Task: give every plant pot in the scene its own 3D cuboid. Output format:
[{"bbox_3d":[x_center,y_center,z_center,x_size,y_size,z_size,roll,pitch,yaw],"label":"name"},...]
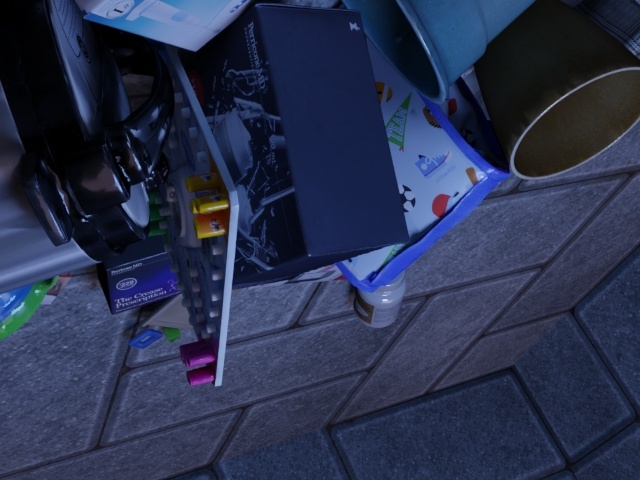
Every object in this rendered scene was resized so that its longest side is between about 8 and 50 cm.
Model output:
[{"bbox_3d":[0.188,-0.417,1.107,0.334,0.341,0.341,-38,153,2],"label":"plant pot"},{"bbox_3d":[0.334,-0.265,1.281,0.237,0.254,0.237,-20,153,-11],"label":"plant pot"}]

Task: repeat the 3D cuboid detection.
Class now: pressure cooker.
[{"bbox_3d":[-0.377,-0.126,0.995,0.421,0.369,0.375,-17,170,-2],"label":"pressure cooker"}]

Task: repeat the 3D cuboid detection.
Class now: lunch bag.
[{"bbox_3d":[0.100,-0.152,1.400,0.239,0.385,0.328,6,138,-48],"label":"lunch bag"}]

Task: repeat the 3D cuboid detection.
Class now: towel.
[{"bbox_3d":[0.402,-0.330,1.480,0.056,0.324,0.312,36,113,-26],"label":"towel"}]

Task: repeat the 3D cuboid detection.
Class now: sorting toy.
[{"bbox_3d":[-0.295,0.136,1.938,0.348,0.047,0.196,-39,156,22],"label":"sorting toy"}]

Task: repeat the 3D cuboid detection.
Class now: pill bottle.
[{"bbox_3d":[0.160,0.129,2.250,0.131,0.131,0.229,-20,153,-14],"label":"pill bottle"}]

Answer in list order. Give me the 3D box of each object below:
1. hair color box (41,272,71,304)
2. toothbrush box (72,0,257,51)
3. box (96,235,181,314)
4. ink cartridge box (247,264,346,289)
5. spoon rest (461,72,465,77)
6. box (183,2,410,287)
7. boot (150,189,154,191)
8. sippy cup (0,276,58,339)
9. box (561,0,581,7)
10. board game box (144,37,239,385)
[{"bbox_3d":[-0.560,0.073,1.563,0.167,0.053,0.093,4,139,-48],"label":"hair color box"},{"bbox_3d":[-0.156,-0.348,0.988,0.216,0.126,0.295,-35,175,16],"label":"toothbrush box"},{"bbox_3d":[-0.305,0.029,1.673,0.261,0.103,0.184,-17,150,-19],"label":"box"},{"bbox_3d":[0.000,0.000,1.828,0.306,0.131,0.226,-6,160,-39],"label":"ink cartridge box"},{"bbox_3d":[0.187,-0.271,1.608,0.137,0.084,0.276,-6,147,-37],"label":"spoon rest"},{"bbox_3d":[-0.065,-0.121,1.239,0.179,0.343,0.312,-8,172,-36],"label":"box"},{"bbox_3d":[-0.344,-0.091,1.437,0.219,0.082,0.106,-2,147,-38],"label":"boot"},{"bbox_3d":[-0.566,0.015,1.285,0.305,0.240,0.224,-35,143,-4],"label":"sippy cup"},{"bbox_3d":[0.337,-0.457,1.366,0.262,0.126,0.231,-36,151,18],"label":"box"},{"bbox_3d":[-0.210,-0.046,1.230,0.050,0.390,0.390,-10,138,-20],"label":"board game box"}]
